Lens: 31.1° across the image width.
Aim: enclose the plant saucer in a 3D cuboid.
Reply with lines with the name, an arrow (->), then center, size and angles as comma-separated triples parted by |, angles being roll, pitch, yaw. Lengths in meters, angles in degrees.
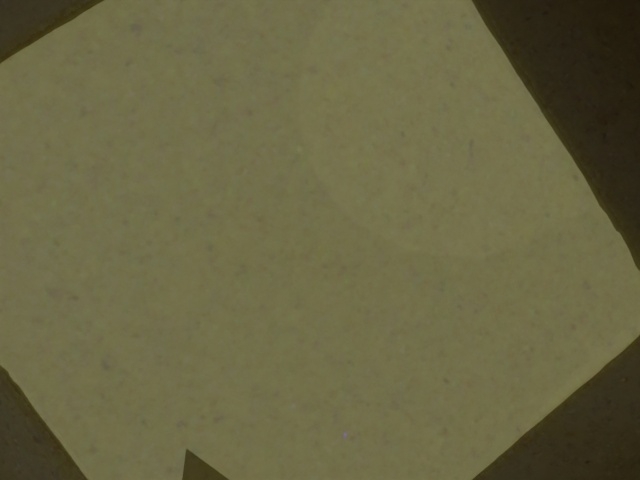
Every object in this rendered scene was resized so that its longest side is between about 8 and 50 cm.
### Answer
plant saucer -> 0.000, 0.000, 0.427 | 0.333, 0.081, 0.332 | -37, 98, -17
